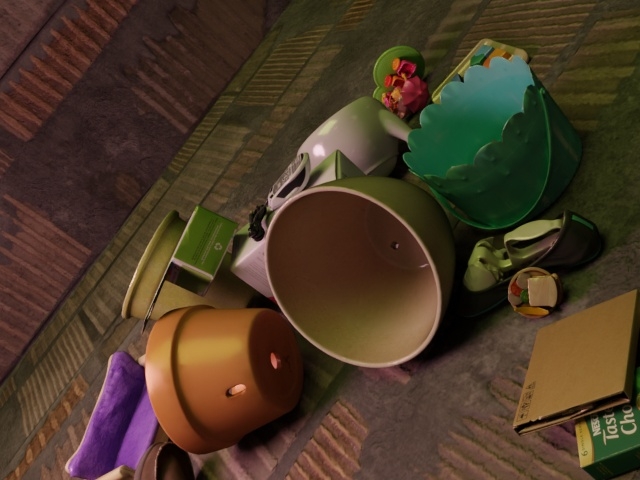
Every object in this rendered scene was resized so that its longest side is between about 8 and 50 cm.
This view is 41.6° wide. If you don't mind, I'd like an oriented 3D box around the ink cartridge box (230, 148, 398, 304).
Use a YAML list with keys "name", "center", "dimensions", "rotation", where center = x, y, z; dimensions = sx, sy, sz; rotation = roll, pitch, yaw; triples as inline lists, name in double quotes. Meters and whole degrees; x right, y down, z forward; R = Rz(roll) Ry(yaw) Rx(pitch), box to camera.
- name: "ink cartridge box"
  center: [0.000, 0.000, 1.710]
  dimensions: [0.306, 0.226, 0.131]
  rotation: [-38, 28, 23]

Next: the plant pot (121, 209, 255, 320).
- name: "plant pot"
  center: [-0.280, 0.104, 1.945]
  dimensions: [0.276, 0.254, 0.276]
  rotation: [-156, 90, -89]

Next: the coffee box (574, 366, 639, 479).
- name: "coffee box"
  center: [0.391, 0.205, 1.006]
  dimensions: [0.184, 0.040, 0.113]
  rotation: [-33, 30, 33]

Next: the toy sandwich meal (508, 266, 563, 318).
- name: "toy sandwich meal"
  center: [0.320, 0.079, 1.262]
  dimensions: [0.085, 0.029, 0.085]
  rotation: [0, 91, 28]

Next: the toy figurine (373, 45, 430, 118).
- name: "toy figurine"
  center: [0.197, -0.351, 2.011]
  dimensions: [0.173, 0.130, 0.159]
  rotation: [-62, 27, 32]

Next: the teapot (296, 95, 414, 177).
- name: "teapot"
  center: [0.081, -0.182, 1.886]
  dimensions: [0.252, 0.187, 0.256]
  rotation: [-37, -4, -13]

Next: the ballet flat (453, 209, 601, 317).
- name: "ballet flat"
  center: [0.300, 0.027, 1.328]
  dimensions: [0.280, 0.096, 0.095]
  rotation: [-33, 30, 33]

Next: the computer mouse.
- name: "computer mouse"
  center: [-0.072, -0.087, 1.637]
  dimensions: [0.193, 0.042, 0.106]
  rotation: [-48, 20, 20]

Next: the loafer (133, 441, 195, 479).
- name: "loafer"
  center: [-0.259, 0.521, 1.579]
  dimensions: [0.130, 0.134, 0.366]
  rotation: [-38, 38, 17]

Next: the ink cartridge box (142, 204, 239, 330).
- name: "ink cartridge box"
  center: [-0.271, 0.080, 1.725]
  dimensions: [0.189, 0.097, 0.255]
  rotation: [133, 160, -70]

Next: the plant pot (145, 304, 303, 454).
- name: "plant pot"
  center: [-0.168, 0.249, 1.625]
  dimensions: [0.203, 0.291, 0.291]
  rotation: [-18, 38, 25]

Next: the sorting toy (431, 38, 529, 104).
- name: "sorting toy"
  center: [0.340, -0.358, 1.844]
  dimensions: [0.193, 0.038, 0.208]
  rotation: [-48, 26, 7]

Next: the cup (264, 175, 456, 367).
- name: "cup"
  center: [0.102, 0.019, 1.470]
  dimensions: [0.331, 0.331, 0.237]
  rotation: [-29, 7, 39]

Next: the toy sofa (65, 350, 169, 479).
- name: "toy sofa"
  center: [-0.418, 0.403, 1.920]
  dimensions: [0.150, 0.177, 0.362]
  rotation: [-32, 31, 36]

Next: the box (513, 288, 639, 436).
- name: "box"
  center: [0.341, 0.159, 1.109]
  dimensions: [0.164, 0.021, 0.201]
  rotation: [-31, 16, 39]

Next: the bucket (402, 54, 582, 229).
- name: "bucket"
  center: [0.304, -0.163, 1.475]
  dimensions: [0.281, 0.183, 0.281]
  rotation: [-39, 27, 25]
